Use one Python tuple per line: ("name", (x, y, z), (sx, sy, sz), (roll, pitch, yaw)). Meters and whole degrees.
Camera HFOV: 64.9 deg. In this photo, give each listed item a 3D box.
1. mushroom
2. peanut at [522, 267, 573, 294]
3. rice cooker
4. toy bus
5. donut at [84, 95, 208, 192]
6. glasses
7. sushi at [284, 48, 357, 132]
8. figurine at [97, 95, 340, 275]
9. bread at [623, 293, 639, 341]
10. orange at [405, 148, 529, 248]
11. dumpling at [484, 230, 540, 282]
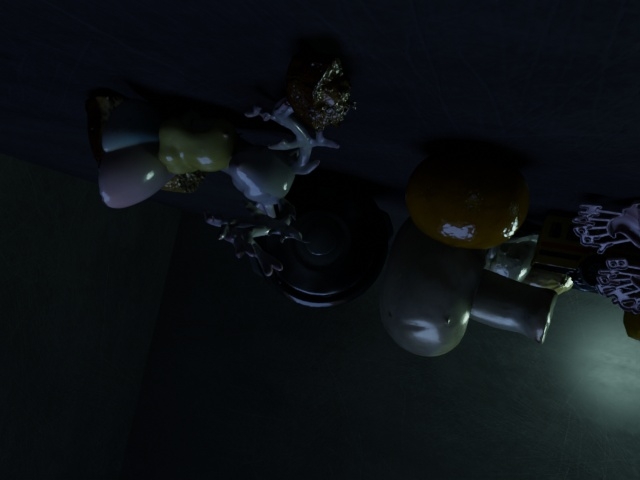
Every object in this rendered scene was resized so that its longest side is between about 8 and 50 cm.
("mushroom", (0.243, 0.092, 0.999), (0.315, 0.315, 0.356), (14, -163, -30))
("peanut", (0.625, 0.094, 1.473), (0.224, 0.129, 0.129), (7, 175, 32))
("rice cooker", (0.000, 0.000, 1.061), (0.316, 0.264, 0.316), (-12, 180, 0))
("toy bus", (0.543, 0.040, 0.855), (0.335, 0.123, 0.121), (11, 175, 21))
("donut", (-0.321, -0.157, 0.877), (0.151, 0.112, 0.295), (8, 174, 22))
("glasses", (0.463, 0.045, 0.726), (0.162, 0.095, 0.255), (-5, 127, 52))
("sushi", (0.003, -0.133, 0.465), (0.060, 0.061, 0.118), (38, -171, 11))
("figurine", (-0.133, -0.087, 0.671), (0.315, 0.207, 0.284), (6, -173, 5))
("bread", (0.934, 0.206, 1.171), (0.394, 0.250, 0.361), (16, -169, 37))
("orange", (0.187, -0.050, 0.656), (0.156, 0.124, 0.156), (11, 173, 1))
("dumpling", (0.436, 0.033, 1.147), (0.172, 0.142, 0.247), (-21, 153, -6))
